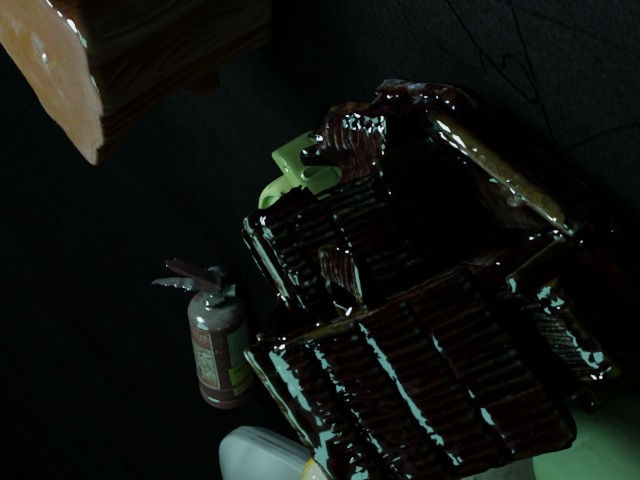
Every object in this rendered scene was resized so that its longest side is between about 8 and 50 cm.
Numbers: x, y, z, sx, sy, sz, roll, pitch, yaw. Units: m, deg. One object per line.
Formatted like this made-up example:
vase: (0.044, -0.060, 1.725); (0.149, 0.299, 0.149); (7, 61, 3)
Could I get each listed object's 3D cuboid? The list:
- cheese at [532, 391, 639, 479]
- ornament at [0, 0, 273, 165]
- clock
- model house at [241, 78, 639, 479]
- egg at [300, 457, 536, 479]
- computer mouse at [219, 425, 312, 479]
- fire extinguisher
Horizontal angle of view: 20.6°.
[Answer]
cheese: (0.277, 0.254, 1.483); (0.233, 0.127, 0.266); (34, 145, 52)
ornament: (-0.174, -0.218, 1.703); (0.235, 0.217, 0.221); (6, 124, 63)
clock: (0.000, 0.000, 1.811); (0.170, 0.069, 0.232); (54, 158, 11)
model house: (0.069, 0.041, 1.435); (0.317, 0.282, 0.297); (60, 158, -5)
egg: (0.078, 0.305, 1.674); (0.337, 0.201, 0.337); (-19, 65, 48)
computer mouse: (-0.039, 0.349, 2.319); (0.197, 0.095, 0.331); (61, 158, -17)
fire extinguisher: (-0.144, 0.114, 2.213); (0.252, 0.106, 0.075); (85, 166, -48)
